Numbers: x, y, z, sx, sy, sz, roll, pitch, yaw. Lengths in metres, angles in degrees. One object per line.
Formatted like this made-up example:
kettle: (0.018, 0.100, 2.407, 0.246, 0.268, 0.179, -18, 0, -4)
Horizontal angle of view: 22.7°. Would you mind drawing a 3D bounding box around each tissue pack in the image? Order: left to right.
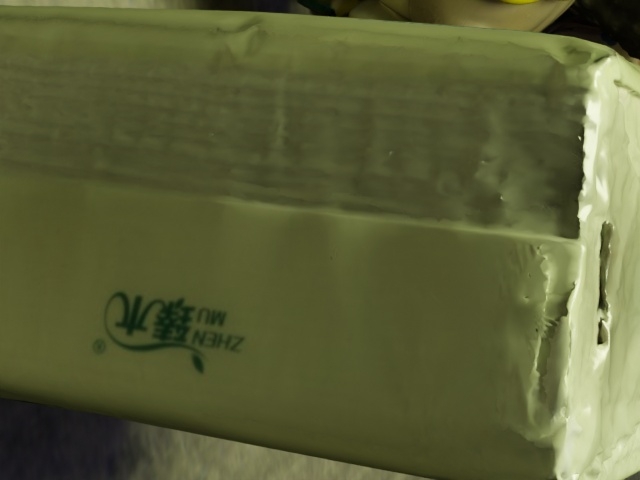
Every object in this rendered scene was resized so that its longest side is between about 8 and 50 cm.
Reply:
tissue pack: (0.000, 0.000, 0.814, 0.297, 0.380, 0.207, 7, 90, -63)

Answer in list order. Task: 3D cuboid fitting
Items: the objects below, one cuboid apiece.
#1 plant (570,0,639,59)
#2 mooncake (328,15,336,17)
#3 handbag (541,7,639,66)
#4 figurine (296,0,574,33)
plant: (0.249, -0.323, 1.341, 0.215, 0.312, 0.213, -26, 162, -37)
mooncake: (0.071, -0.257, 1.221, 0.228, 0.124, 0.228, 8, 81, -63)
handbag: (0.214, -0.096, 1.447, 0.190, 0.193, 0.251, 60, 41, -43)
figurine: (0.067, -0.160, 1.027, 0.344, 0.187, 0.215, -50, -177, 31)
